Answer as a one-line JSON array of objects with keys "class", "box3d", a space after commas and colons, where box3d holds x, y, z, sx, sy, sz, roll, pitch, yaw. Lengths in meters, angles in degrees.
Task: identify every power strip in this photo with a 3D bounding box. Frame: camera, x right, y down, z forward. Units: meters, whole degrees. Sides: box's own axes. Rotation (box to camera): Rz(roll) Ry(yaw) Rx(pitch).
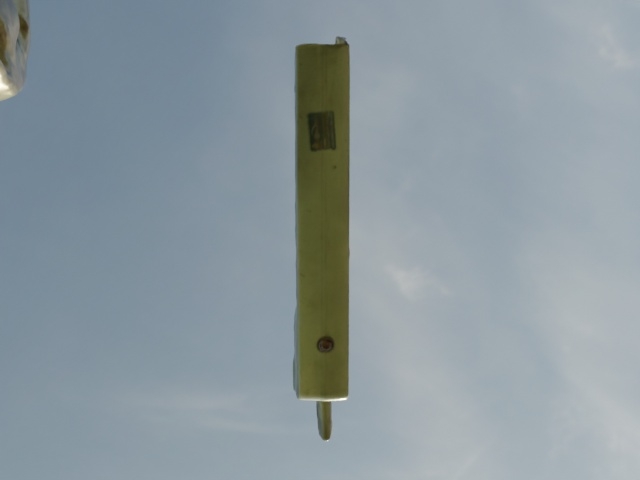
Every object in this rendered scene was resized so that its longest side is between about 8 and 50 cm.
[{"class": "power strip", "box3d": [0.000, 0.000, 0.363, 0.019, 0.051, 0.136, 0, -86, -3]}]

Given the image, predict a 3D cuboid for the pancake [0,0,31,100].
[{"class": "pancake", "box3d": [-0.221, -0.237, 0.646, 0.050, 0.294, 0.294, -6, -100, 0]}]
